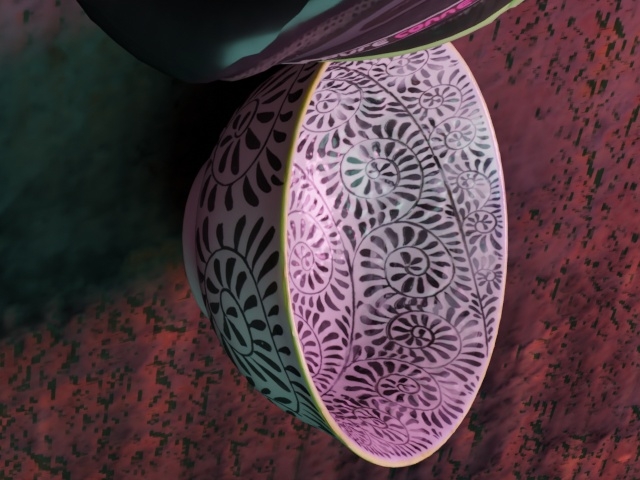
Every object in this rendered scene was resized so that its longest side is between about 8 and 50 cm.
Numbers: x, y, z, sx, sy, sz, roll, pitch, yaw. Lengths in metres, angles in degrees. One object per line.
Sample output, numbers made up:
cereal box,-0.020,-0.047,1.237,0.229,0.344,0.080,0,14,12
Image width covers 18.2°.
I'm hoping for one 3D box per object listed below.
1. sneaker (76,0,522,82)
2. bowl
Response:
sneaker,0.066,-0.222,0.474,0.202,0.185,0.482,-40,158,-53
bowl,0.000,0.000,0.767,0.170,0.080,0.170,0,90,-57
